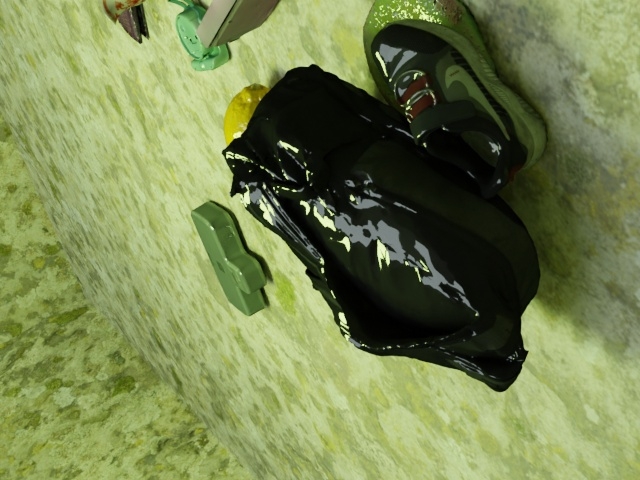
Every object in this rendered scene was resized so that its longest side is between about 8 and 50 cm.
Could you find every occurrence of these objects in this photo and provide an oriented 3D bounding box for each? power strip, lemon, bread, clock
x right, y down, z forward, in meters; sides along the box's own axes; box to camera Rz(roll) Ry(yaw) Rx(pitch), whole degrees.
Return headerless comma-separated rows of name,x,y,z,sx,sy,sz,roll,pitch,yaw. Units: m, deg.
power strip,-0.185,0.052,1.987,0.194,0.059,0.265,31,146,54
lemon,-0.100,-0.182,1.460,0.114,0.114,0.155,39,147,36
bread,0.124,-0.207,1.084,0.228,0.033,0.228,44,154,28
power strip,-0.093,-0.343,1.245,0.037,0.109,0.279,59,157,-1
clock,-0.212,-0.357,1.547,0.101,0.041,0.135,11,129,60

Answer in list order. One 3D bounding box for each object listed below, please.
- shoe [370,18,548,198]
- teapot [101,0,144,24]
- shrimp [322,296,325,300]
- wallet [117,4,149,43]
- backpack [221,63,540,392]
shoe,0.142,-0.139,0.973,0.227,0.112,0.099,38,139,-8
teapot,-0.338,-0.491,1.533,0.159,0.116,0.245,31,-140,-63
shrimp,0.000,0.000,1.559,0.164,0.062,0.317,44,156,35
wallet,-0.387,-0.474,1.758,0.111,0.030,0.166,40,152,33
backpack,0.086,0.001,1.123,0.446,0.255,0.363,35,169,36
